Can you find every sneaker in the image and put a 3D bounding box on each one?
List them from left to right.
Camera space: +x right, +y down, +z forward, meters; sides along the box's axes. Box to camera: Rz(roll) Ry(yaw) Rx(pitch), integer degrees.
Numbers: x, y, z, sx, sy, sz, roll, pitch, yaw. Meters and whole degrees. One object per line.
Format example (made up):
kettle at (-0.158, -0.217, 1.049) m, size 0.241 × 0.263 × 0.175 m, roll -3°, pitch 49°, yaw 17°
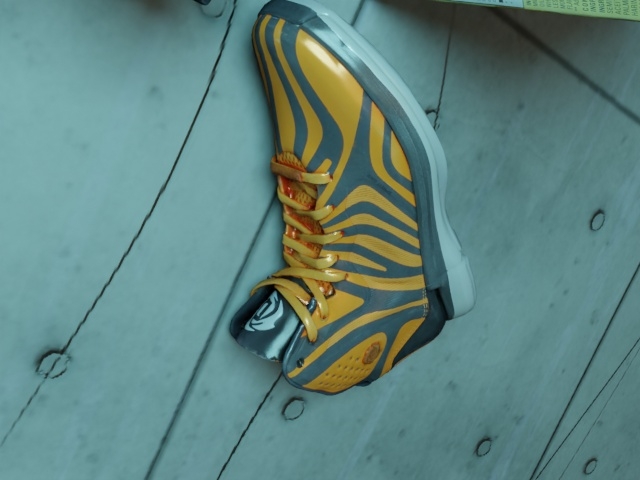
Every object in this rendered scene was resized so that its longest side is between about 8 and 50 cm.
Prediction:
sneaker at (0.000, 0.000, 0.551) m, size 0.180 × 0.124 × 0.321 m, roll -40°, pitch 126°, yaw -15°

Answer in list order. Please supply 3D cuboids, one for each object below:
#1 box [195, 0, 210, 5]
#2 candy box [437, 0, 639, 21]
box at (-0.120, -0.204, 0.341) m, size 0.093 × 0.156 × 0.158 m, roll -58°, pitch 150°, yaw -2°
candy box at (0.178, -0.210, 0.460) m, size 0.182 × 0.316 × 0.088 m, roll -30°, pitch 121°, yaw -20°
